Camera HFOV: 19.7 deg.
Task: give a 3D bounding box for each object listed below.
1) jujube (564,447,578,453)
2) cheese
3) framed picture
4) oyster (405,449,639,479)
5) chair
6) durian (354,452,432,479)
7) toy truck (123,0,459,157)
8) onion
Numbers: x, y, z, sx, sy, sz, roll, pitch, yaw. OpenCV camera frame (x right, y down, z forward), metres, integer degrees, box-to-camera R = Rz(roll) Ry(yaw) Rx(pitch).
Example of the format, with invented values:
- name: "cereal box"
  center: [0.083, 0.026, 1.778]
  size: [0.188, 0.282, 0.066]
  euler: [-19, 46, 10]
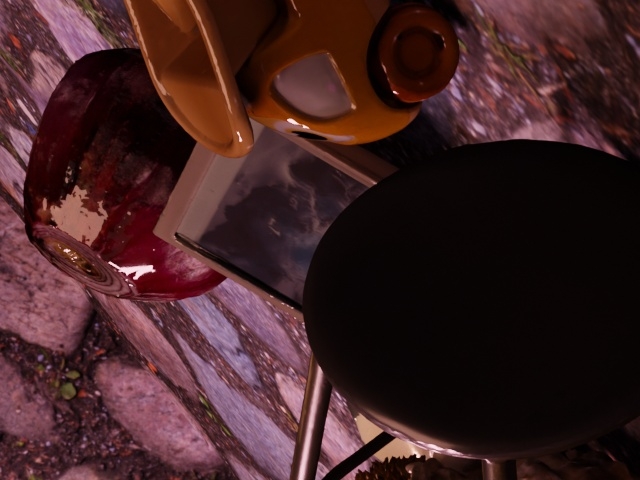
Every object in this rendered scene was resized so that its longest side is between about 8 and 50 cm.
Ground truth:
- name: "jujube"
  center: [0.217, 0.242, 1.952]
  size: [0.109, 0.112, 0.176]
  euler: [-34, 88, 36]
- name: "cheese"
  center: [0.131, 0.265, 2.383]
  size: [0.251, 0.054, 0.127]
  euler: [27, 146, 51]
- name: "framed picture"
  center: [0.000, 0.000, 1.898]
  size: [0.326, 0.028, 0.446]
  euler: [30, 158, -3]
- name: "oyster"
  center: [0.259, 0.282, 1.779]
  size: [0.351, 0.238, 0.114]
  euler: [26, 128, 23]
- name: "chair"
  center: [0.171, 0.159, 1.500]
  size: [0.362, 0.365, 0.410]
  euler: [42, 156, 38]
- name: "durian"
  center: [0.160, 0.413, 2.106]
  size: [0.384, 0.347, 0.347]
  euler: [39, 160, 26]
- name: "toy truck"
  center: [-0.037, -0.196, 1.559]
  size: [0.288, 0.212, 0.204]
  euler: [62, 164, -19]
- name: "onion"
  center: [-0.197, -0.059, 2.227]
  size: [0.260, 0.282, 0.336]
  euler: [25, 145, 19]
